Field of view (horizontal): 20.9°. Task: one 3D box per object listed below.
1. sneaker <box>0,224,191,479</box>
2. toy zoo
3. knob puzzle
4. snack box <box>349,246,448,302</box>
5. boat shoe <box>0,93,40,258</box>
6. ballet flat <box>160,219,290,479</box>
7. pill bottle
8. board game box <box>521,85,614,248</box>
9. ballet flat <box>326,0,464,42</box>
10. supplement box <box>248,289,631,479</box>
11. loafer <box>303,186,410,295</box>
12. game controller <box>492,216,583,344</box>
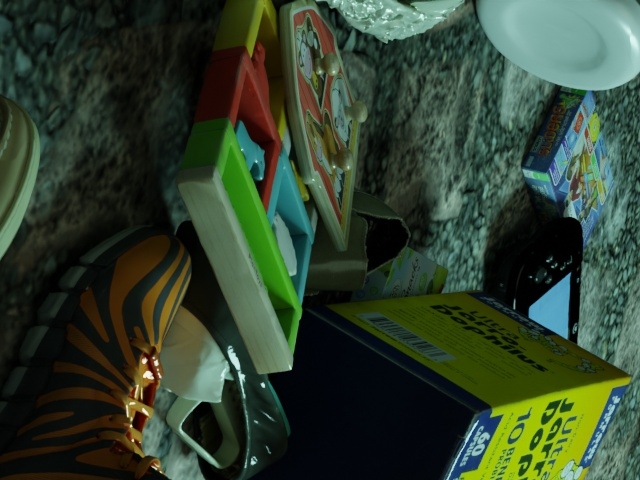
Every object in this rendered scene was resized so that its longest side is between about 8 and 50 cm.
[{"bbox_3d":[-0.135,0.139,1.220,0.321,0.180,0.124,-61,150,-26],"label":"sneaker"},{"bbox_3d":[-0.044,-0.066,1.348,0.293,0.030,0.192,-81,157,-48],"label":"toy zoo"},{"bbox_3d":[0.007,-0.118,1.444,0.213,0.030,0.213,-8,90,-74],"label":"knob puzzle"},{"bbox_3d":[0.076,0.059,1.731,0.141,0.037,0.100,28,78,-63],"label":"snack box"},{"bbox_3d":[-0.272,0.006,0.985,0.302,0.109,0.098,-51,146,-29],"label":"boat shoe"},{"bbox_3d":[-0.086,0.107,1.402,0.096,0.095,0.280,-41,139,-25],"label":"ballet flat"},{"bbox_3d":[0.306,-0.338,1.804,0.334,0.188,0.188,-63,150,-24],"label":"pill bottle"},{"bbox_3d":[0.300,-0.078,2.088,0.136,0.035,0.201,-61,150,-25],"label":"board game box"},{"bbox_3d":[0.061,-0.244,1.451,0.409,0.147,0.147,3,100,-62],"label":"ballet flat"},{"bbox_3d":[0.113,0.179,1.638,0.356,0.195,0.194,-3,119,-59],"label":"supplement box"},{"bbox_3d":[0.000,0.000,1.506,0.251,0.087,0.094,-24,124,-57],"label":"loafer"},{"bbox_3d":[0.258,0.129,2.060,0.166,0.067,0.319,-27,128,-38],"label":"game controller"}]
